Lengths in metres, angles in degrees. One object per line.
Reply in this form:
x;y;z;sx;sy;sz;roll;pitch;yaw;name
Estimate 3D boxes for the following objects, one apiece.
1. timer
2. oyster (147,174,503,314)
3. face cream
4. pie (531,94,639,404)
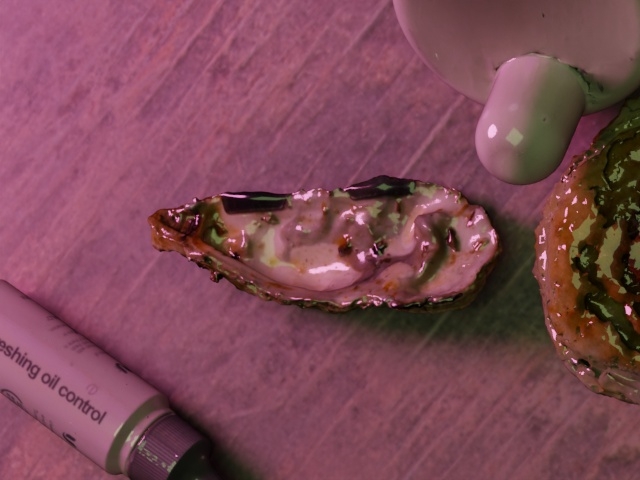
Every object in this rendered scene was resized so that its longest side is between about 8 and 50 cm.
0.167;-0.189;1.528;0.233;0.240;0.233;14;137;13;timer
0.000;0.003;1.700;0.345;0.078;0.129;4;71;26;oyster
-0.209;0.151;1.780;0.311;0.092;0.092;34;103;20;face cream
0.299;0.012;1.551;0.308;0.085;0.308;1;91;25;pie
